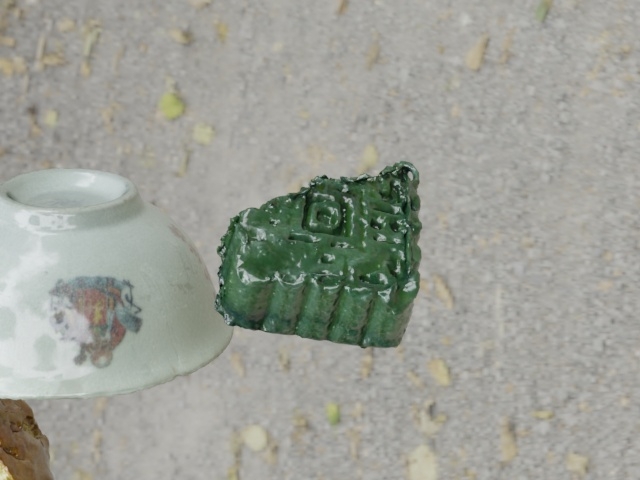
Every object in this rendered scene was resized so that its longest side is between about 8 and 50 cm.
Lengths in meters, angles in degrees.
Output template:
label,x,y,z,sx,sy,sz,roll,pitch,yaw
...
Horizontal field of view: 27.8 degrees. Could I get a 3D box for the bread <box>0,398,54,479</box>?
label,x,y,z,sx,sy,sz,roll,pitch,yaw
bread,-0.534,0.311,1.965,0.194,0.179,0.340,-35,95,15

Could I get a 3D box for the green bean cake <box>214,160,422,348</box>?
label,x,y,z,sx,sy,sz,roll,pitch,yaw
green bean cake,0.000,0.000,1.330,0.107,0.208,0.193,107,168,-55

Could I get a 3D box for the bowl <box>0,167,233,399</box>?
label,x,y,z,sx,sy,sz,roll,pitch,yaw
bowl,-0.323,0.024,1.663,0.435,0.435,0.196,21,117,40
